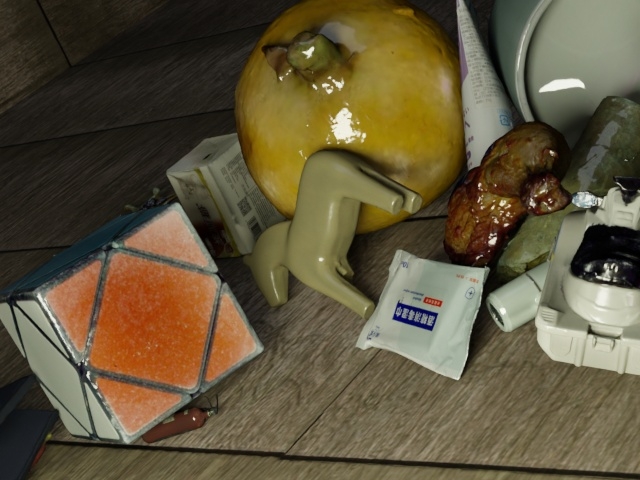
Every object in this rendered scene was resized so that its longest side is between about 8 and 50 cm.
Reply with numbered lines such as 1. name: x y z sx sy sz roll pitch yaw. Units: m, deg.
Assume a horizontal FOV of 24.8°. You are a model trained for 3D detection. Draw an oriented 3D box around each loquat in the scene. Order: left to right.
1. loquat: 0.036 -0.181 1.893 0.328 0.359 0.328 -7 67 17

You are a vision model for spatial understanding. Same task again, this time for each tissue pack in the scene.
1. tissue pack: -0.135 -0.064 2.086 0.099 0.148 0.106 -6 28 39
2. tissue pack: 0.113 0.076 1.576 0.193 0.026 0.122 11 77 60

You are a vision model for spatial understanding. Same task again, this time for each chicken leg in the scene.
1. chicken leg: 0.201 -0.045 1.575 0.177 0.083 0.322 -65 8 -29

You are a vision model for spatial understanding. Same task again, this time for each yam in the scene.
1. yam: 0.298 -0.045 1.625 0.106 0.106 0.259 5 56 53

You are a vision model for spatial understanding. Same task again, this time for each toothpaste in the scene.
1. toothpaste: 0.205 -0.169 1.807 0.073 0.299 0.114 -15 -21 17

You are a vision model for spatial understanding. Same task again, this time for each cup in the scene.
1. cup: 0.397 -0.246 1.853 0.357 0.259 0.274 6 19 -7

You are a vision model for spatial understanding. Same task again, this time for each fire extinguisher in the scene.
1. fire extinguisher: -0.152 0.203 1.649 0.100 0.032 0.046 -19 -13 14

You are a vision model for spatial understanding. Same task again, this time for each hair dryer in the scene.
1. hair dryer: 0.237 0.074 1.500 0.082 0.047 0.137 -30 28 -10

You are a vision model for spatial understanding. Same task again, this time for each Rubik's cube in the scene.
1. Rubik's cube: -0.227 0.096 1.685 0.205 0.207 0.205 -36 11 -25

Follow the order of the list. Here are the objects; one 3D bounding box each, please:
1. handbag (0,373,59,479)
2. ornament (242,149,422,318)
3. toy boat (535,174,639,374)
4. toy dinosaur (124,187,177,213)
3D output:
1. handbag: -0.478 0.294 1.649 0.303 0.122 0.329 -17 23 24
2. ornament: 0.000 0.000 1.773 0.061 0.230 0.245 -6 27 -42
3. toy boat: 0.288 0.020 1.424 0.141 0.140 0.269 -14 32 27
4. toy dinosaur: -0.279 -0.056 2.390 0.180 0.037 0.058 -33 45 -1
